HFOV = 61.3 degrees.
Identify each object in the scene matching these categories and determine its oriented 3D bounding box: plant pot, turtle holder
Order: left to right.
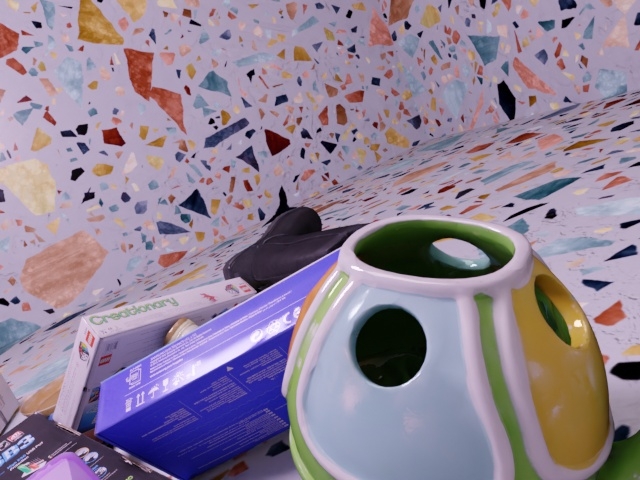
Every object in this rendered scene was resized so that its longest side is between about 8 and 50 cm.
[{"bbox_3d":[-0.565,0.337,1.243,0.236,0.033,0.236,-23,11,5],"label":"plant pot"},{"bbox_3d":[0.112,0.114,0.411,0.243,0.228,0.320,-20,27,-30],"label":"turtle holder"}]

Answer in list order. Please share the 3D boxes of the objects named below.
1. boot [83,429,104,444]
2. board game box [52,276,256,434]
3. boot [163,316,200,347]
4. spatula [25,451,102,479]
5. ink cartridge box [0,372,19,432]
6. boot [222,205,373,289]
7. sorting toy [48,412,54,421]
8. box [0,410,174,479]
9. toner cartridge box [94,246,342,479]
[{"bbox_3d":[-0.337,0.308,0.892,0.264,0.096,0.280,-21,2,44],"label":"boot"},{"bbox_3d":[-0.248,0.173,0.855,0.305,0.053,0.193,-11,-47,-55],"label":"board game box"},{"bbox_3d":[-0.140,0.214,0.826,0.165,0.213,0.077,24,59,20],"label":"boot"},{"bbox_3d":[-0.173,0.282,0.477,0.296,0.031,0.084,14,32,33],"label":"spatula"},{"bbox_3d":[-0.811,0.412,1.164,0.207,0.117,0.283,-26,12,-12],"label":"ink cartridge box"},{"bbox_3d":[-0.001,0.001,1.363,0.445,0.146,0.367,-15,24,51],"label":"boot"},{"bbox_3d":[-0.377,0.252,1.076,0.347,0.047,0.196,-29,-11,-28],"label":"sorting toy"},{"bbox_3d":[-0.333,0.329,0.550,0.293,0.074,0.295,5,27,33],"label":"box"},{"bbox_3d":[-0.071,0.156,0.639,0.347,0.165,0.075,-29,42,9],"label":"toner cartridge box"}]
